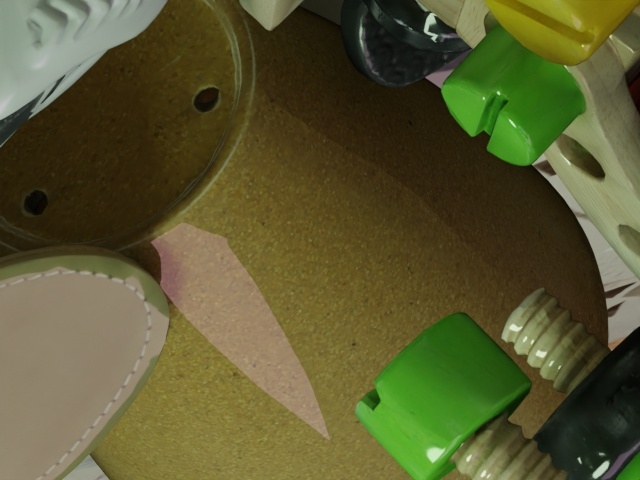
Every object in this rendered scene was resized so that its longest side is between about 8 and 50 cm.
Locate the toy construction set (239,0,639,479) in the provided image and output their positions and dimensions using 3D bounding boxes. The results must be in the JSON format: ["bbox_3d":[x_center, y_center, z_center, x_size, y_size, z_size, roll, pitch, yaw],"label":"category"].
[{"bbox_3d":[0.104,-0.111,0.512,0.309,0.237,0.257,-49,165,12],"label":"toy construction set"}]

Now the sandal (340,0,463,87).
[{"bbox_3d":[0.076,-0.119,0.683,0.179,0.040,0.067,-31,129,-16],"label":"sandal"}]

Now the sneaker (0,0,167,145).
[{"bbox_3d":[-0.192,-0.028,0.580,0.365,0.137,0.210,-27,173,9],"label":"sneaker"}]

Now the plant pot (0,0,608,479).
[{"bbox_3d":[-0.029,0.004,0.738,0.237,0.237,0.254,-21,151,12],"label":"plant pot"}]

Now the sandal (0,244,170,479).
[{"bbox_3d":[-0.157,0.071,0.639,0.240,0.079,0.088,-45,122,8],"label":"sandal"}]
